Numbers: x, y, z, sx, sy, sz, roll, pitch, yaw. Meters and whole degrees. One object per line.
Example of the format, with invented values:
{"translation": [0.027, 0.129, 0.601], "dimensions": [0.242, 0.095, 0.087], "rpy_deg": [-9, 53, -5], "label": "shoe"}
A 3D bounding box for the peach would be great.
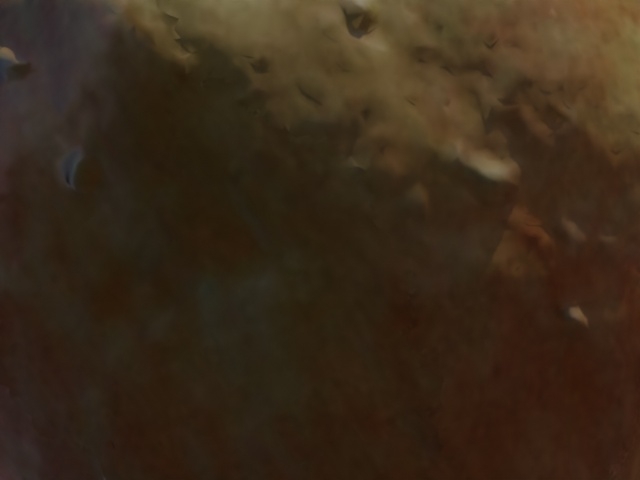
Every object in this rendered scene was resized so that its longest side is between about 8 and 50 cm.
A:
{"translation": [0.000, 0.000, 0.406], "dimensions": [0.232, 0.232, 0.232], "rpy_deg": [-15, -50, -19], "label": "peach"}
